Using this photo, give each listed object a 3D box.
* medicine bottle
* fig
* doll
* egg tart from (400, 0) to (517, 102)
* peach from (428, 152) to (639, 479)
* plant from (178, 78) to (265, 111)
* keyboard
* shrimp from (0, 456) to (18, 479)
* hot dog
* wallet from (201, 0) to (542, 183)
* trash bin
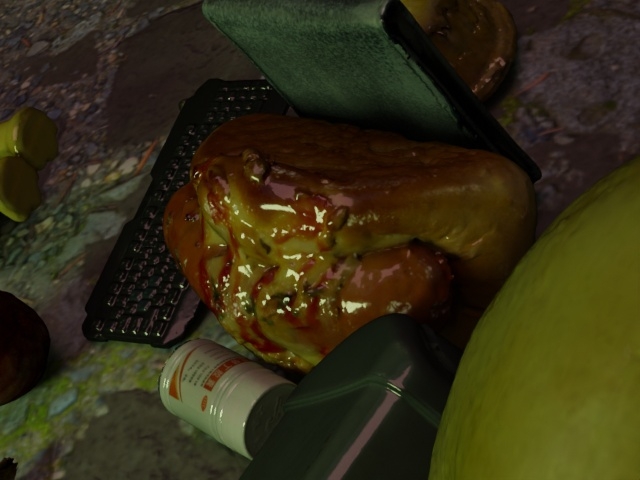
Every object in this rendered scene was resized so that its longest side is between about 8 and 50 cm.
[{"bbox_3d":[-0.057,0.102,0.790,0.089,0.057,0.057,22,60,44],"label":"medicine bottle"},{"bbox_3d":[-0.261,0.098,0.910,0.125,0.089,0.089,-44,36,17],"label":"fig"},{"bbox_3d":[-0.394,-0.025,1.065,0.362,0.145,0.199,-14,46,27],"label":"doll"},{"bbox_3d":[0.063,-0.151,0.986,0.191,0.074,0.191,-17,43,16],"label":"egg tart"},{"bbox_3d":[0.196,0.101,0.457,0.314,0.281,0.316,4,87,10],"label":"peach"},{"bbox_3d":[0.030,-0.247,1.120,0.251,0.180,0.334,2,80,25],"label":"plant"},{"bbox_3d":[-0.104,-0.030,0.969,0.106,0.016,0.262,1,55,32],"label":"keyboard"},{"bbox_3d":[-0.258,0.218,0.797,0.101,0.042,0.190,3,49,42],"label":"shrimp"},{"bbox_3d":[0.000,0.000,0.785,0.256,0.150,0.153,15,32,40],"label":"hot dog"},{"bbox_3d":[0.039,-0.093,0.821,0.167,0.222,0.036,13,69,43],"label":"wallet"},{"bbox_3d":[0.005,0.150,0.620,0.236,0.101,0.176,-52,8,-21],"label":"trash bin"}]
